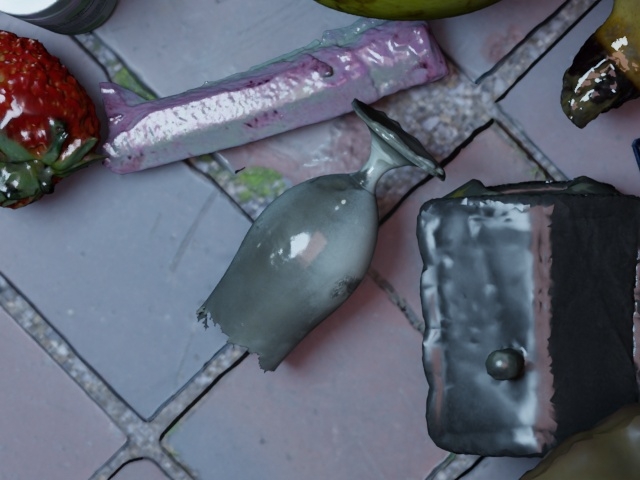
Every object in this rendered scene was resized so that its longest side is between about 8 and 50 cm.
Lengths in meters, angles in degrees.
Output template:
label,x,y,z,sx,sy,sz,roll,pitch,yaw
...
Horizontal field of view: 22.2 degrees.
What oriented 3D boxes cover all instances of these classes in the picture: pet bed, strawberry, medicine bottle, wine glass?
label,x,y,z,sx,sy,sz,roll,pitch,yaw
pet bed,0.167,0.056,1.267,0.183,0.159,0.211,-1,93,3
strawberry,-0.244,-0.099,1.309,0.131,0.148,0.131,-7,128,-9
medicine bottle,-0.211,-0.208,1.261,0.086,0.183,0.086,0,92,4
wine glass,0.000,0.000,1.296,0.103,0.103,0.222,38,102,1

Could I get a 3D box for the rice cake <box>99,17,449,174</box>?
label,x,y,z,sx,sy,sz,roll,pitch,yaw
rice cake,-0.043,-0.125,1.323,0.290,0.051,0.081,-15,93,3

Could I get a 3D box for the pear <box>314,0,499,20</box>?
label,x,y,z,sx,sy,sz,roll,pitch,yaw
pear,0.068,-0.297,1.208,0.283,0.283,0.284,0,93,3

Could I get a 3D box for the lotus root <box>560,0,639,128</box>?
label,x,y,z,sx,sy,sz,roll,pitch,yaw
lotus root,0.318,-0.187,1.252,0.310,0.183,0.183,-27,91,9

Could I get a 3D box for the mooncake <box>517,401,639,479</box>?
label,x,y,z,sx,sy,sz,roll,pitch,yaw
mooncake,0.265,0.266,1.201,0.324,0.187,0.324,-13,130,-16

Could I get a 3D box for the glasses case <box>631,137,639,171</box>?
label,x,y,z,sx,sy,sz,roll,pitch,yaw
glasses case,0.281,-0.047,1.325,0.033,0.023,0.083,-18,92,5
